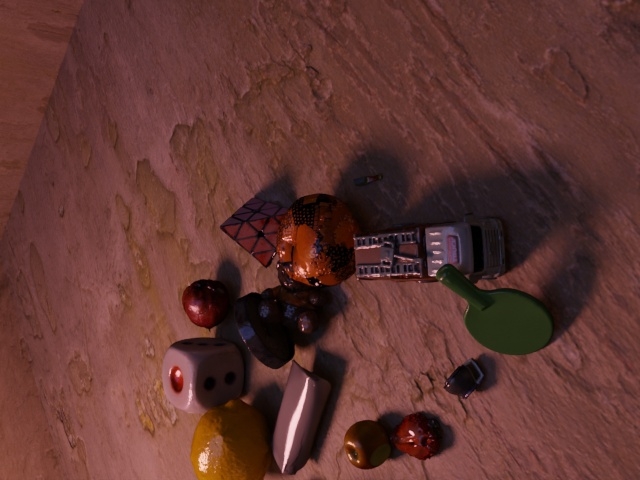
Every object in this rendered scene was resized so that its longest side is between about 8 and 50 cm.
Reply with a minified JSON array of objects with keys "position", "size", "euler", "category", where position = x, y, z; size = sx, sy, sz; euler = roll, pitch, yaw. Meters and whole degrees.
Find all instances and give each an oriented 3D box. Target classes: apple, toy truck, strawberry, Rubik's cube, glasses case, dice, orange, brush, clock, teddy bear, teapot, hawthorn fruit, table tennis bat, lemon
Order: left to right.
[{"position":[-0.355,0.404,2.004],"size":[0.193,0.192,0.194],"euler":[6,95,49],"category":"dice"},{"position":[-0.347,0.202,2.029],"size":[0.148,0.148,0.171],"euler":[18,124,46],"category":"hawthorn fruit"},{"position":[-0.251,0.585,1.871],"size":[0.234,0.234,0.288],"euler":[17,101,47],"category":"lemon"},{"position":[-0.154,-0.075,1.867],"size":[0.191,0.211,0.178],"euler":[-28,45,12],"category":"Rubik's cube"},{"position":[-0.144,0.234,1.748],"size":[0.042,0.215,0.214],"euler":[-33,65,16],"category":"clock"},{"position":[-0.063,0.137,1.722],"size":[0.177,0.140,0.190],"euler":[7,89,17],"category":"teddy bear"},{"position":[-0.056,0.462,1.755],"size":[0.128,0.083,0.308],"euler":[39,120,47],"category":"glasses case"},{"position":[0.000,0.000,1.593],"size":[0.234,0.182,0.234],"euler":[18,112,57],"category":"orange"},{"position":[0.106,0.480,1.557],"size":[0.099,0.102,0.114],"euler":[31,122,45],"category":"apple"},{"position":[0.112,-0.145,1.578],"size":[0.083,0.021,0.018],"euler":[-9,83,47],"category":"brush"},{"position":[0.209,0.442,1.482],"size":[0.152,0.048,0.103],"euler":[-26,70,43],"category":"strawberry"},{"position":[0.214,0.023,1.366],"size":[0.305,0.162,0.136],"euler":[-6,87,48],"category":"toy truck"},{"position":[0.300,0.288,1.369],"size":[0.057,0.066,0.088],"euler":[40,99,17],"category":"teapot"},{"position":[0.320,0.128,1.240],"size":[0.257,0.039,0.160],"euler":[37,131,-12],"category":"table tennis bat"}]
